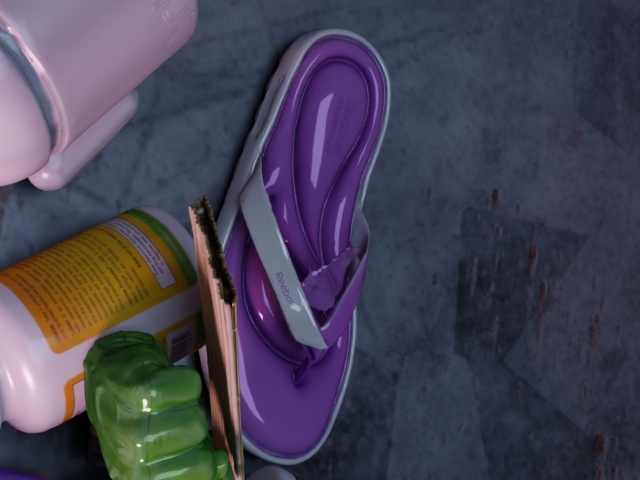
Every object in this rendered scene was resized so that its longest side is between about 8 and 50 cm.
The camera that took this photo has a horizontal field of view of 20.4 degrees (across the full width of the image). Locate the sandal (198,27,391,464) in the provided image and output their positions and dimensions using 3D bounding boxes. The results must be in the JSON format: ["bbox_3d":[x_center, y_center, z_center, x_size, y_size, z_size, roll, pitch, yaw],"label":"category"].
[{"bbox_3d":[-0.013,-0.003,1.639,0.169,0.102,0.416,13,80,-29],"label":"sandal"}]

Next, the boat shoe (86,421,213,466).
[{"bbox_3d":[-0.142,0.187,1.580,0.152,0.056,0.049,15,98,-32],"label":"boat shoe"}]

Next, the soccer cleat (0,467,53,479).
[{"bbox_3d":[-0.326,0.219,1.426,0.318,0.116,0.108,11,80,-30],"label":"soccer cleat"}]

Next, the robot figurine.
[{"bbox_3d":[-0.241,-0.182,1.462,0.353,0.200,0.300,-45,133,-25],"label":"robot figurine"}]

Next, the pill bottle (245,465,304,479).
[{"bbox_3d":[0.010,0.302,1.618,0.208,0.119,0.119,34,70,-24],"label":"pill bottle"}]

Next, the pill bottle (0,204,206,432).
[{"bbox_3d":[-0.218,0.077,1.490,0.246,0.136,0.136,-27,100,-29],"label":"pill bottle"}]

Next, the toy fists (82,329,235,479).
[{"bbox_3d":[-0.121,0.210,1.422,0.096,0.142,0.279,-11,117,-14],"label":"toy fists"}]

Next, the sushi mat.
[{"bbox_3d":[-0.078,0.135,1.455,0.019,0.151,0.316,-8,124,-10],"label":"sushi mat"}]
